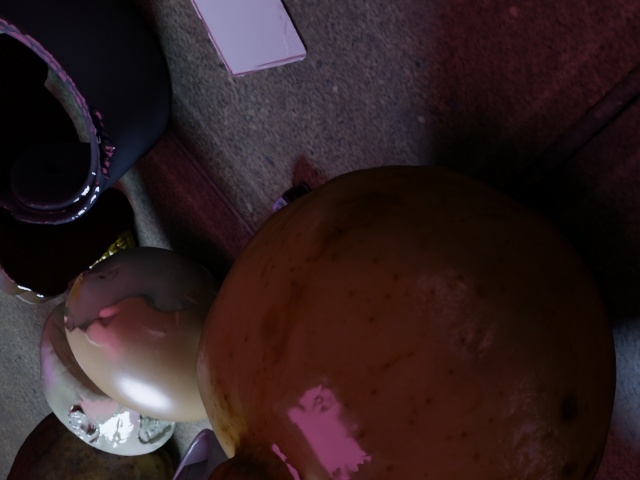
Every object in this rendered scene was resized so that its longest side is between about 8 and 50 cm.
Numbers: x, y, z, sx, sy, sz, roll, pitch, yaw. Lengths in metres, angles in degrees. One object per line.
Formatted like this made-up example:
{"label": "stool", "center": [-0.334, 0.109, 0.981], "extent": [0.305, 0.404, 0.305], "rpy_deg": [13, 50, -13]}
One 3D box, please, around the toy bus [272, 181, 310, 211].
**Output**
{"label": "toy bus", "center": [0.000, 0.000, 1.748], "extent": [0.130, 0.037, 0.052], "rpy_deg": [53, 152, 2]}

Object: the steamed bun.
{"label": "steamed bun", "center": [-0.324, 0.206, 2.297], "extent": [0.239, 0.153, 0.170], "rpy_deg": [35, 144, 25]}

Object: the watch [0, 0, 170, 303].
{"label": "watch", "center": [-0.321, -0.145, 1.864], "extent": [0.335, 0.314, 0.327], "rpy_deg": [48, 135, -5]}

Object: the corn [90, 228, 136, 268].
{"label": "corn", "center": [-0.274, 0.057, 2.152], "extent": [0.080, 0.080, 0.231], "rpy_deg": [27, 141, 38]}

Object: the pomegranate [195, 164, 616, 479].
{"label": "pomegranate", "center": [0.058, 0.131, 1.428], "extent": [0.410, 0.410, 0.410], "rpy_deg": [35, 145, 29]}

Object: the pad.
{"label": "pad", "center": [-0.105, -0.279, 1.643], "extent": [0.156, 0.004, 0.232], "rpy_deg": [-5, 117, 57]}

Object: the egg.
{"label": "egg", "center": [-0.199, 0.121, 1.990], "extent": [0.201, 0.201, 0.244], "rpy_deg": [-1, 130, 55]}

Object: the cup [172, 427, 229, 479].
{"label": "cup", "center": [-0.026, 0.386, 1.851], "extent": [0.372, 0.253, 0.253], "rpy_deg": [20, 152, -12]}

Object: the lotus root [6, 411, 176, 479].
{"label": "lotus root", "center": [-0.325, 0.353, 2.410], "extent": [0.272, 0.192, 0.272], "rpy_deg": [23, 170, 4]}
